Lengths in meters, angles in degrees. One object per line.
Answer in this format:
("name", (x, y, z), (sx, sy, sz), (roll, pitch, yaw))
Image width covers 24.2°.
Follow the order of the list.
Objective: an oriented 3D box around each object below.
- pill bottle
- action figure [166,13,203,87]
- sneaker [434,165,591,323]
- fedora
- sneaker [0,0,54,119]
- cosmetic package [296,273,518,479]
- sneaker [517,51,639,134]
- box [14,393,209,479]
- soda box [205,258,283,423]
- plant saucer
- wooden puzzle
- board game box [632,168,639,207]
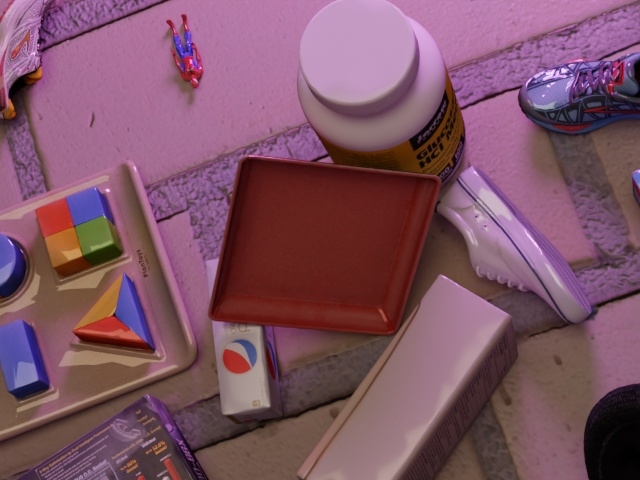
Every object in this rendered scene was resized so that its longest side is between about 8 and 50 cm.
("pill bottle", (0.077, -0.179, 1.912), (0.188, 0.334, 0.188), (-3, 74, 12))
("action figure", (-0.195, -0.271, 2.164), (0.038, 0.030, 0.115), (-18, 73, 2))
("sneaker", (0.249, 0.022, 1.957), (0.091, 0.094, 0.258), (-45, 64, 16))
("fedora", (0.466, 0.272, 1.742), (0.152, 0.334, 0.334), (-30, 67, -27))
("sneaker", (-0.440, -0.277, 2.201), (0.093, 0.088, 0.225), (27, 81, -2))
("cosmetic package", (0.114, 0.215, 1.865), (0.113, 0.160, 0.309), (31, 75, 21))
("sneaker", (0.388, -0.211, 1.963), (0.262, 0.125, 0.104), (-4, 73, 11))
("box", (-0.287, 0.387, 1.965), (0.307, 0.076, 0.242), (-34, 70, 1))
("soda box", (-0.102, 0.131, 2.000), (0.069, 0.074, 0.216), (-11, 72, 9))
("plant saucer", (0.000, 0.000, 1.915), (0.258, 0.259, 0.048), (5, 36, -12))
("wooden puzzle", (-0.374, 0.080, 2.072), (0.348, 0.080, 0.322), (-23, 71, 5))
("board game box", (0.595, -0.007, 1.878), (0.302, 0.086, 0.308), (-25, 70, 5))
